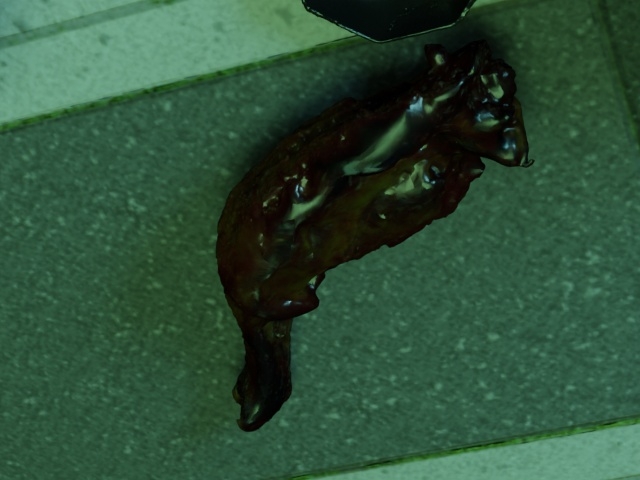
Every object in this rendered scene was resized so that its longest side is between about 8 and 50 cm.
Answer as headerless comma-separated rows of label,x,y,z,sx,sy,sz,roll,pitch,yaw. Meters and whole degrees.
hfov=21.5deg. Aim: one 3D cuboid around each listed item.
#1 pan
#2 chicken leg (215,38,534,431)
pan,0.077,-0.176,1.066,0.202,0.048,0.128,25,129,-12
chicken leg,0.000,0.000,1.201,0.158,0.095,0.407,10,135,-27
